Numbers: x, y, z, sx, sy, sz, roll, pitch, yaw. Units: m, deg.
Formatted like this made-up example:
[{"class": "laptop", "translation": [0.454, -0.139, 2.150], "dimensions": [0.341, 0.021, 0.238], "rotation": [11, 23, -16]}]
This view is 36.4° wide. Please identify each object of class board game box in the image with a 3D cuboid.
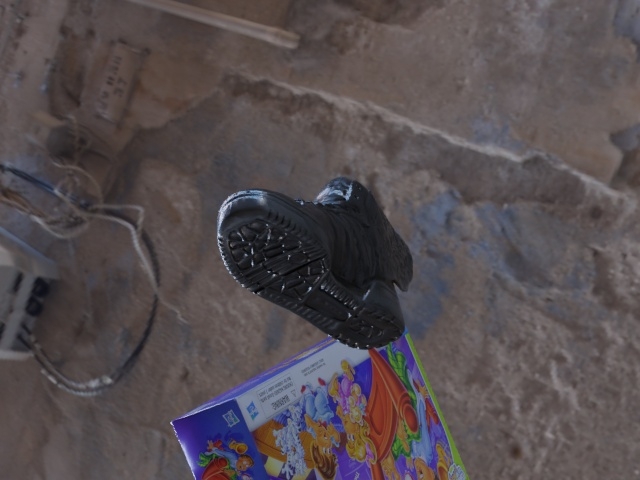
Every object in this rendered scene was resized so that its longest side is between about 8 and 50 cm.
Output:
[{"class": "board game box", "translation": [0.024, 0.222, 0.967], "dimensions": [0.347, 0.078, 0.233], "rotation": [-19, -94, -61]}]

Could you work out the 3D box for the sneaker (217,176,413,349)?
[{"class": "sneaker", "translation": [0.002, -0.001, 0.523], "dimensions": [0.170, 0.051, 0.089], "rotation": [41, -146, -43]}]
